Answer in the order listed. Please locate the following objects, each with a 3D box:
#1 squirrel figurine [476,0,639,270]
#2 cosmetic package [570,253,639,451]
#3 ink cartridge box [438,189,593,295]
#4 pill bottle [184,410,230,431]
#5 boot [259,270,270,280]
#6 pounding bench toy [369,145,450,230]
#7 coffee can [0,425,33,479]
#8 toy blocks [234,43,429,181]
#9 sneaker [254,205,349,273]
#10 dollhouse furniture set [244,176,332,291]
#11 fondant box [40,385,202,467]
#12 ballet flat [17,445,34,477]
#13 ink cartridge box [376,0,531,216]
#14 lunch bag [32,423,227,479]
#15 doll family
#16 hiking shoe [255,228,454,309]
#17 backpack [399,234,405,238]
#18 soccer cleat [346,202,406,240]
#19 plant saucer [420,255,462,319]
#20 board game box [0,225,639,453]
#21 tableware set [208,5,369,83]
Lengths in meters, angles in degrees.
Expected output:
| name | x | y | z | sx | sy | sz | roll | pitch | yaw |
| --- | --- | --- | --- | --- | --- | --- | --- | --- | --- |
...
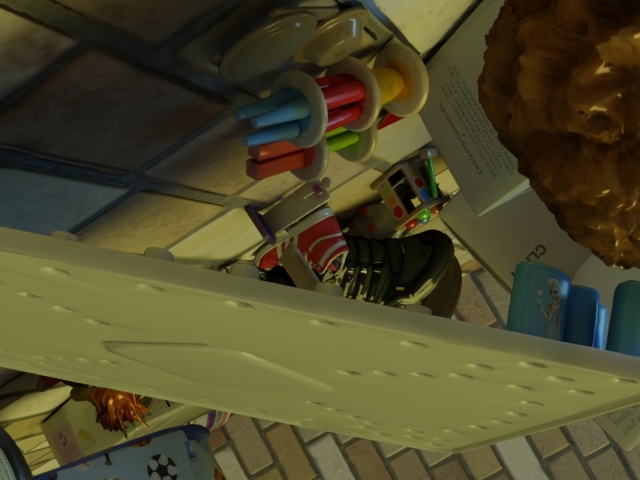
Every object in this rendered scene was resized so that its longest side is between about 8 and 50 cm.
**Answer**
| name | x | y | z | sx | sy | sz | roll | pitch | yaw |
| --- | --- | --- | --- | --- | --- | --- | --- | --- | --- |
| squirrel figurine | 0.256 | -0.166 | 0.461 | 0.397 | 0.281 | 0.370 | -24 | 163 | -41 |
| cosmetic package | 0.367 | 0.061 | 1.111 | 0.217 | 0.156 | 0.385 | -50 | 164 | 20 |
| ink cartridge box | 0.335 | -0.079 | 1.261 | 0.279 | 0.160 | 0.384 | -49 | 164 | 19 |
| pill bottle | -0.246 | 0.291 | 1.794 | 0.108 | 0.108 | 0.193 | -35 | 168 | 30 |
| boot | -0.104 | 0.082 | 1.343 | 0.114 | 0.037 | 0.106 | -36 | 156 | 17 |
| pounding bench toy | 0.109 | -0.057 | 1.165 | 0.052 | 0.065 | 0.083 | -20 | 167 | -42 |
| coffee can | -0.397 | 0.252 | 0.882 | 0.201 | 0.202 | 0.275 | -32 | 169 | 15 |
| toy blocks | -0.011 | -0.078 | 0.739 | 0.148 | 0.054 | 0.123 | -22 | 167 | -39 |
| sneaker | -0.019 | 0.018 | 1.172 | 0.118 | 0.067 | 0.042 | -35 | 170 | 34 |
| dollhouse furniture set | 0.000 | 0.000 | 1.007 | 0.081 | 0.114 | 0.091 | -34 | 168 | 3 |
| fondant box | -0.205 | 0.210 | 1.541 | 0.330 | 0.096 | 0.238 | -19 | 166 | -43 |
| ballet flat | -0.456 | 0.320 | 1.381 | 0.147 | 0.147 | 0.409 | -20 | 170 | -42 |
| ink cartridge box | 0.240 | -0.149 | 0.885 | 0.309 | 0.130 | 0.272 | -24 | 170 | -30 |
| lunch bag | -0.263 | 0.307 | 1.152 | 0.303 | 0.115 | 0.243 | -9 | 159 | -44 |
| doll family | -0.172 | 0.132 | 1.158 | 0.263 | 0.118 | 0.163 | -28 | 170 | -9 |
| hiking shoe | 0.042 | 0.033 | 1.230 | 0.226 | 0.086 | 0.114 | -22 | 138 | 8 |
| backpack | 0.050 | 0.073 | 1.447 | 0.188 | 0.144 | 0.166 | -38 | 162 | 27 |
| soccer cleat | 0.037 | 0.020 | 1.332 | 0.076 | 0.068 | 0.196 | 5 | 145 | -43 |
| plant saucer | 0.087 | 0.104 | 1.592 | 0.278 | 0.041 | 0.278 | -34 | -151 | 22 |
| board game box | -0.056 | 0.053 | 0.631 | 0.389 | 0.050 | 0.390 | 12 | 163 | -5 |
| tableware set | 0.018 | -0.140 | 0.613 | 0.168 | 0.020 | 0.141 | -34 | 170 | 26 |
